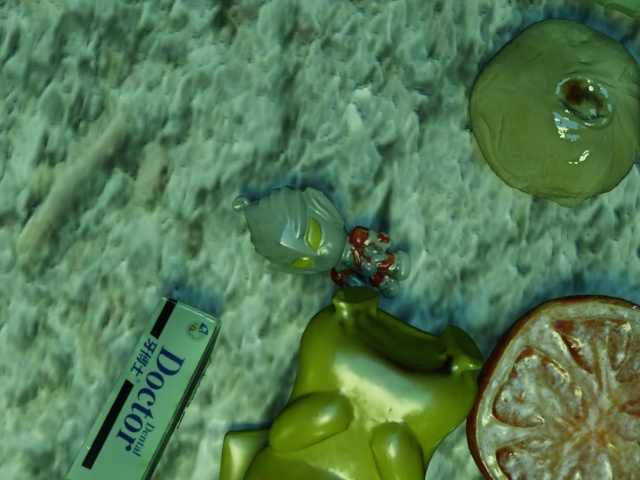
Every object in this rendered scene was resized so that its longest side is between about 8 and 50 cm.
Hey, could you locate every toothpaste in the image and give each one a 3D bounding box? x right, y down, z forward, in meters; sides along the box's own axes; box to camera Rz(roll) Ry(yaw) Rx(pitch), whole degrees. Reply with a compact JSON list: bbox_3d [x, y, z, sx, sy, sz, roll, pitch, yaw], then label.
[{"bbox_3d":[-0.183,0.210,1.076,0.067,0.081,0.337,25,60,0],"label":"toothpaste"}]

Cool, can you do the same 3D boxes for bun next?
[{"bbox_3d":[0.229,-0.123,1.164,0.173,0.113,0.167,39,86,3],"label":"bun"}]

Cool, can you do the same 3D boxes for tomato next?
[{"bbox_3d":[0.245,0.170,1.156,0.236,0.095,0.237,1,84,-6],"label":"tomato"}]

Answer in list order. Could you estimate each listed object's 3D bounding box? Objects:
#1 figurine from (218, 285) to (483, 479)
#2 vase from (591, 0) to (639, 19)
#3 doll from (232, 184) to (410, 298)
[{"bbox_3d":[0.006,0.202,1.107,0.218,0.169,0.327,26,89,7],"label":"figurine"},{"bbox_3d":[0.324,-0.254,1.170,0.298,0.143,0.143,24,85,-4],"label":"vase"},{"bbox_3d":[0.000,0.000,1.172,0.180,0.079,0.094,24,118,-6],"label":"doll"}]
